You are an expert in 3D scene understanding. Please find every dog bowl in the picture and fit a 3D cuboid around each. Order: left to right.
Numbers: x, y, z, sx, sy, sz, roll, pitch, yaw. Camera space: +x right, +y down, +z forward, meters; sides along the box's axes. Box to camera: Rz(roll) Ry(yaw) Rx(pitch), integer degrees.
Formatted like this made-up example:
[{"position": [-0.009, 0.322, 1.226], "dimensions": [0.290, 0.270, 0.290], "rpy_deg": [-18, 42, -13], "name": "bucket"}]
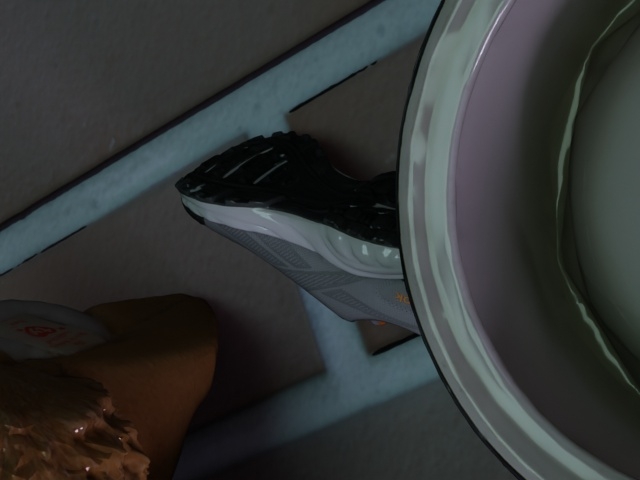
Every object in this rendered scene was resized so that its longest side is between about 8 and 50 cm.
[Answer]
[{"position": [0.249, -0.029, 0.931], "dimensions": [0.408, 0.150, 0.408], "rpy_deg": [0, 89, 36], "name": "dog bowl"}]

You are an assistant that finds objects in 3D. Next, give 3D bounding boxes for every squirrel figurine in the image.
[{"position": [-0.206, 0.247, 1.138], "dimensions": [0.397, 0.281, 0.370], "rpy_deg": [-132, 47, -69], "name": "squirrel figurine"}]

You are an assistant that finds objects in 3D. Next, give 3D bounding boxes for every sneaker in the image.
[{"position": [0.000, 0.000, 1.147], "dimensions": [0.271, 0.100, 0.108], "rpy_deg": [22, 136, 43], "name": "sneaker"}]
